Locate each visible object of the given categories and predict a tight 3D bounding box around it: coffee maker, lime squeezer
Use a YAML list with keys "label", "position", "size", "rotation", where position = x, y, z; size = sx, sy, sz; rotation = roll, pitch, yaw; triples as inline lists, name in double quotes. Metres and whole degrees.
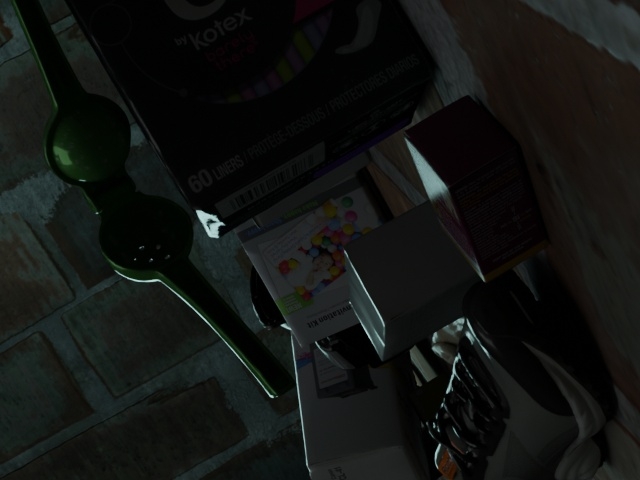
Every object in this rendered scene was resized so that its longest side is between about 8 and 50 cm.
- label: "coffee maker"
  position: [0.037, 0.067, 1.473]
  size: [0.178, 0.171, 0.120]
  rotation: [35, -124, -49]
- label: "lime squeezer"
  position: [-0.121, -0.036, 0.760]
  size: [0.310, 0.059, 0.110]
  rotation: [59, 175, 1]

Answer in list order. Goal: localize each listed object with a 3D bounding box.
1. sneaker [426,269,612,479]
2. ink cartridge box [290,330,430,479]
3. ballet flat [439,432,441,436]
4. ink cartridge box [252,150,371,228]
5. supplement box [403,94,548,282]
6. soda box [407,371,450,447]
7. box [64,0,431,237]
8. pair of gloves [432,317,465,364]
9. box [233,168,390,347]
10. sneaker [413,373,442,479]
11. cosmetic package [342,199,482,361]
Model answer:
- label: "sneaker"
  position: [0.120, 0.112, 0.848]
  size: [0.100, 0.108, 0.271]
  rotation: [60, 176, 31]
- label: "ink cartridge box"
  position: [0.053, 0.204, 1.731]
  size: [0.226, 0.131, 0.306]
  rotation: [65, -168, -50]
- label: "ballet flat"
  position: [0.203, 0.268, 1.470]
  size: [0.188, 0.070, 0.070]
  rotation: [59, 177, 41]
- label: "ink cartridge box"
  position: [-0.046, -0.105, 1.262]
  size: [0.072, 0.127, 0.175]
  rotation: [61, 177, -36]
- label: "supplement box"
  position: [0.084, -0.027, 0.708]
  size: [0.055, 0.043, 0.083]
  rotation: [57, 176, 44]
- label: "soda box"
  position: [0.180, 0.258, 1.637]
  size: [0.181, 0.058, 0.061]
  rotation: [57, 177, 34]
- label: "box"
  position: [-0.070, -0.160, 0.815]
  size: [0.270, 0.165, 0.143]
  rotation: [59, 176, 6]
- label: "pair of gloves"
  position: [0.139, 0.115, 1.156]
  size: [0.240, 0.042, 0.204]
  rotation: [59, 177, -4]
- label: "box"
  position: [0.000, 0.000, 1.337]
  size: [0.186, 0.145, 0.038]
  rotation: [61, -161, -14]
- label: "sneaker"
  position: [0.128, 0.298, 2.158]
  size: [0.178, 0.124, 0.295]
  rotation: [53, 166, 27]
- label: "cosmetic package"
  position: [0.071, 0.025, 0.902]
  size: [0.060, 0.099, 0.239]
  rotation: [59, 176, 10]
